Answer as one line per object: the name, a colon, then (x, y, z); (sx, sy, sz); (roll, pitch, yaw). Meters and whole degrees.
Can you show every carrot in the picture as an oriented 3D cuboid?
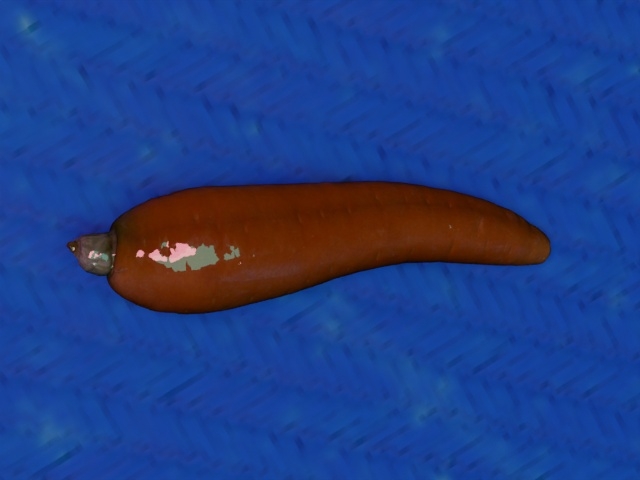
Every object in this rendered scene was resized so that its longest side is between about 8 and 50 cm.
carrot: (0.000, 0.000, 0.519); (0.142, 0.035, 0.035); (-5, 101, -17)
